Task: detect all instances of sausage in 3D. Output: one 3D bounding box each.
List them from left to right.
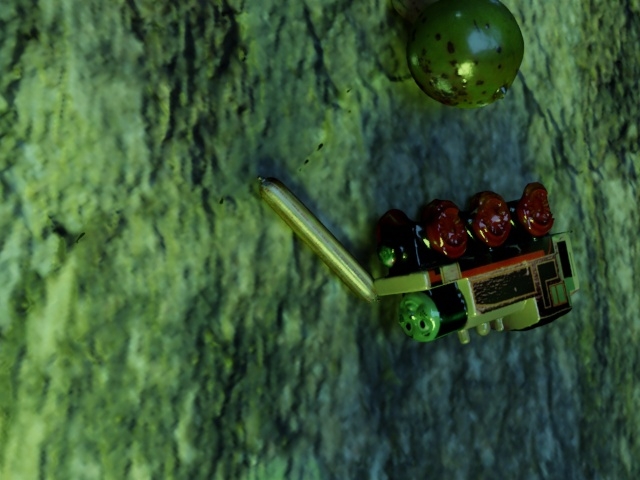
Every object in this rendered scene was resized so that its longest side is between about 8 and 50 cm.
[{"bbox_3d":[0.000,0.000,0.571,0.100,0.015,0.015,46,64,-19],"label":"sausage"}]

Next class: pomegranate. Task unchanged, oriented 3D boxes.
[{"bbox_3d":[0.075,-0.114,0.600,0.084,0.073,0.073,28,70,-6],"label":"pomegranate"}]

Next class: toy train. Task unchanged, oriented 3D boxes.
[{"bbox_3d":[0.089,0.015,0.597,0.138,0.050,0.087,-12,90,-38],"label":"toy train"}]
